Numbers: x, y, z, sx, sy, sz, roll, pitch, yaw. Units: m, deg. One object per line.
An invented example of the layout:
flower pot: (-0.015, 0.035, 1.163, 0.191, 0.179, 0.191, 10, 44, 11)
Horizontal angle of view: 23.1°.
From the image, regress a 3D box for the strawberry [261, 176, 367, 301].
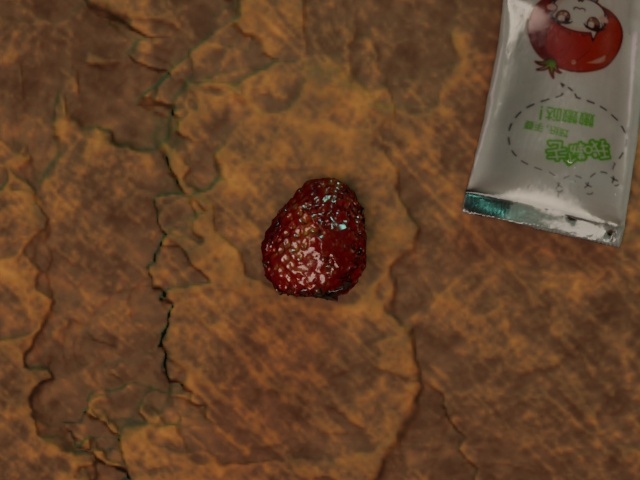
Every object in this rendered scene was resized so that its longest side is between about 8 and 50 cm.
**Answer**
strawberry: (0.000, 0.000, 1.181, 0.083, 0.083, 0.096, 3, 75, 12)

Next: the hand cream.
hand cream: (0.184, -0.160, 1.109, 0.121, 0.076, 0.336, 12, 113, 12)
